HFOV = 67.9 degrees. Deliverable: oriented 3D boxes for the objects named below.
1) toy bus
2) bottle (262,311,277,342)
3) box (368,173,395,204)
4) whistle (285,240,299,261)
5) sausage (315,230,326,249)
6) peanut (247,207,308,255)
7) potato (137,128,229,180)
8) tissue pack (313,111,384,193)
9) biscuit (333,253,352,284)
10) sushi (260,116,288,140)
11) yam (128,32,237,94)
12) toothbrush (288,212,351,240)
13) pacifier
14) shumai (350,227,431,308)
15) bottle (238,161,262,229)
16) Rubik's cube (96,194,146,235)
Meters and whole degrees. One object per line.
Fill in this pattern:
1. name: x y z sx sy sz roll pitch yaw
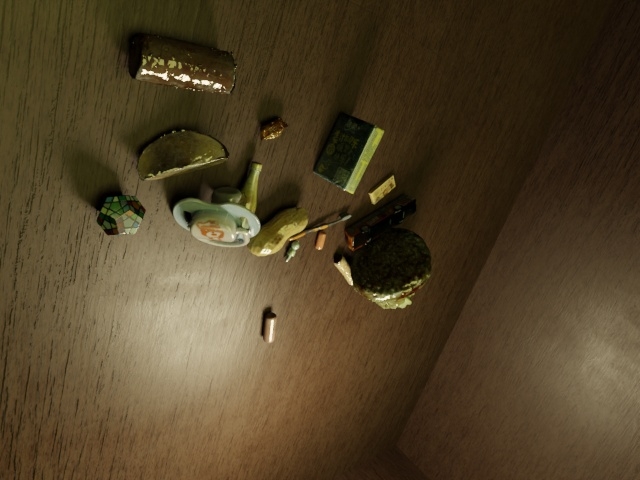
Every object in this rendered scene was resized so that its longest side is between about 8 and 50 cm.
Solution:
1. toy bus: 0.279 -0.087 2.185 0.409 0.092 0.093 -30 133 -26
2. bottle: -0.220 0.378 2.062 0.053 0.053 0.140 -16 127 -37
3. box: 0.280 -0.231 2.139 0.149 0.020 0.073 -41 139 -15
4. whistle: -0.116 0.043 1.936 0.035 0.035 0.100 20 104 -50
5. sausage: 0.000 0.000 2.020 0.034 0.034 0.083 -9 125 -41
6. peanut: -0.153 -0.031 1.786 0.275 0.111 0.125 -36 142 -20
7. potato: -0.414 -0.255 1.407 0.261 0.100 0.120 -17 91 -18
8. tissue pack: 0.100 -0.327 1.760 0.081 0.185 0.256 12 109 -50
9. biscuit: 0.116 0.137 2.215 0.219 0.055 0.061 51 55 -49
10. sushi: -0.156 -0.366 1.578 0.118 0.061 0.060 -31 110 -16
11. yam: -0.358 -0.467 1.261 0.280 0.131 0.131 -4 120 -42
12. toothbrush: 0.001 -0.057 1.981 0.321 0.031 0.023 -24 131 -32
13. pacifier: -0.324 -0.093 1.540 0.227 0.279 0.207 91 6 -60
14. shumai: 0.335 0.181 2.224 0.395 0.395 0.348 -39 140 -18
15. bottle: -0.255 -0.139 1.629 0.083 0.083 0.269 5 111 -46
16. Rubik's cube: -0.565 -0.071 1.348 0.112 0.133 0.133 25 100 -22
